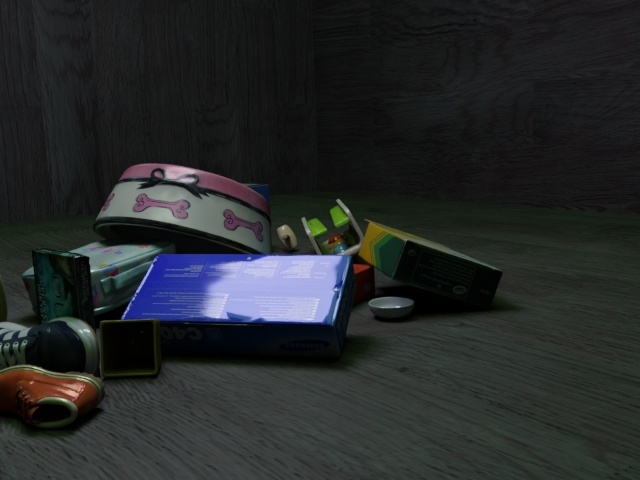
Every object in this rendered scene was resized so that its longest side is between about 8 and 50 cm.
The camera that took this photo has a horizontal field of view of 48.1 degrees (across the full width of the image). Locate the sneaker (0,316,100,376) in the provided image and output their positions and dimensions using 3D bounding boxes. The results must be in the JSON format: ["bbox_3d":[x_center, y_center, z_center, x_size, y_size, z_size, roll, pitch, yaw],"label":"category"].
[{"bbox_3d":[-0.437,0.162,0.976,0.282,0.099,0.153,-4,1,37],"label":"sneaker"}]

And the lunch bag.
[{"bbox_3d":[-0.431,0.074,1.437,0.224,0.107,0.279,2,18,35],"label":"lunch bag"}]

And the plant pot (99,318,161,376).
[{"bbox_3d":[-0.276,0.155,1.073,0.081,0.081,0.083,-2,0,0],"label":"plant pot"}]

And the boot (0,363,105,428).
[{"bbox_3d":[-0.359,0.197,0.891,0.158,0.059,0.084,0,14,7],"label":"boot"}]

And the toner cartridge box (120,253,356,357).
[{"bbox_3d":[-0.127,0.101,1.165,0.348,0.075,0.165,0,40,15],"label":"toner cartridge box"}]

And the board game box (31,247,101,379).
[{"bbox_3d":[-0.368,0.108,1.035,0.126,0.186,0.026,5,12,42],"label":"board game box"}]

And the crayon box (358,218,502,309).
[{"bbox_3d":[0.205,0.042,1.459,0.203,0.083,0.323,18,5,-12],"label":"crayon box"}]

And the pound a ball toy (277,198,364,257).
[{"bbox_3d":[0.000,0.000,1.950,0.208,0.135,0.319,-28,10,0],"label":"pound a ball toy"}]

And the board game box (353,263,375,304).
[{"bbox_3d":[-0.068,0.101,1.405,0.242,0.064,0.316,3,10,29],"label":"board game box"}]

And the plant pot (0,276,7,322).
[{"bbox_3d":[-0.690,0.097,1.088,0.275,0.274,0.293,4,25,37],"label":"plant pot"}]

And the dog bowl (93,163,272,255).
[{"bbox_3d":[-0.294,-0.046,1.632,0.408,0.150,0.408,10,-13,2],"label":"dog bowl"}]

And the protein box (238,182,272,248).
[{"bbox_3d":[-0.257,-0.053,2.018,0.136,0.199,0.201,5,11,41],"label":"protein box"}]

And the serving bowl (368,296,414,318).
[{"bbox_3d":[0.130,0.126,1.311,0.083,0.027,0.083,-2,8,0],"label":"serving bowl"}]
